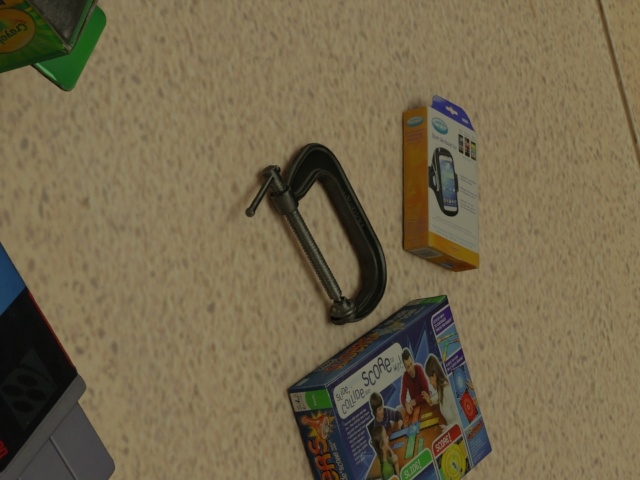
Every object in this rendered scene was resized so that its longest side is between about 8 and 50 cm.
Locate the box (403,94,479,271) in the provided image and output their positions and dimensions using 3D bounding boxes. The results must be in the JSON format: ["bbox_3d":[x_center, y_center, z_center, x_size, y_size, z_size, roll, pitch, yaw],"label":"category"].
[{"bbox_3d":[0.099,-0.049,1.592,0.081,0.028,0.136,24,60,-52],"label":"box"}]

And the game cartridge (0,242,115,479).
[{"bbox_3d":[-0.248,0.054,1.017,0.230,0.068,0.355,-52,124,-43],"label":"game cartridge"}]

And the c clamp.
[{"bbox_3d":[0.000,0.000,1.439,0.160,0.022,0.137,58,34,-27],"label":"c clamp"}]

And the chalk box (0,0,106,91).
[{"bbox_3d":[-0.201,-0.174,1.084,0.213,0.132,0.132,53,41,-36],"label":"chalk box"}]

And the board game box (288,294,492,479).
[{"bbox_3d":[0.057,0.137,1.470,0.201,0.035,0.136,-30,106,-55],"label":"board game box"}]
